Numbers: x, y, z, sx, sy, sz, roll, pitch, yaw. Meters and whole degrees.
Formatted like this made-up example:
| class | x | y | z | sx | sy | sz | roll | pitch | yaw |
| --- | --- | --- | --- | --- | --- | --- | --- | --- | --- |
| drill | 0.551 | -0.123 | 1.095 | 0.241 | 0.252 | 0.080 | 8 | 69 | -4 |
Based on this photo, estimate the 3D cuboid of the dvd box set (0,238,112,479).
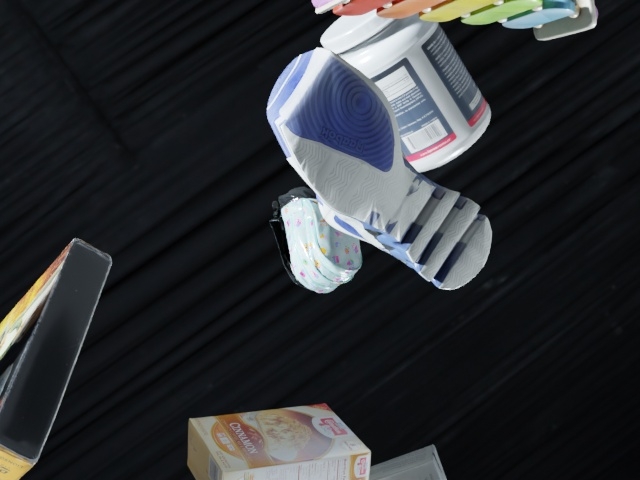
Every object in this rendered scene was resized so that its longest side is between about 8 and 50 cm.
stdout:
| class | x | y | z | sx | sy | sz | roll | pitch | yaw |
| --- | --- | --- | --- | --- | --- | --- | --- | --- | --- |
| dvd box set | -0.417 | 0.221 | 1.176 | 0.062 | 0.420 | 0.308 | 33 | -141 | -21 |

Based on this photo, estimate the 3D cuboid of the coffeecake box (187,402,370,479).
| class | x | y | z | sx | sy | sz | roll | pitch | yaw |
| --- | --- | --- | --- | --- | --- | --- | --- | --- | --- |
| coffeecake box | -0.053 | 0.265 | 1.165 | 0.142 | 0.185 | 0.068 | -147 | 58 | -62 |

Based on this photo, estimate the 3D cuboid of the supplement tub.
| class | x | y | z | sx | sy | sz | roll | pitch | yaw |
| --- | --- | --- | --- | --- | --- | --- | --- | --- | --- |
| supplement tub | 0.143 | -0.267 | 1.598 | 0.272 | 0.191 | 0.191 | 54 | 175 | -20 |

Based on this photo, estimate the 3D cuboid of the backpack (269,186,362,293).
| class | x | y | z | sx | sy | sz | roll | pitch | yaw |
| --- | --- | --- | --- | --- | --- | --- | --- | --- | --- |
| backpack | 0.000 | 0.000 | 1.710 | 0.115 | 0.152 | 0.182 | -40 | 50 | 48 |

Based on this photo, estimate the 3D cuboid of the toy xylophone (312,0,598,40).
| class | x | y | z | sx | sy | sz | roll | pitch | yaw |
| --- | --- | --- | --- | --- | --- | --- | --- | --- | --- |
| toy xylophone | 0.160 | -0.285 | 1.043 | 0.236 | 0.322 | 0.081 | -171 | 83 | -77 |

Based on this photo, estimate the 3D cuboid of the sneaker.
| class | x | y | z | sx | sy | sz | roll | pitch | yaw |
| --- | --- | --- | --- | --- | --- | --- | --- | --- | --- |
| sneaker | 0.036 | -0.069 | 1.072 | 0.315 | 0.127 | 0.182 | 44 | 168 | -32 |

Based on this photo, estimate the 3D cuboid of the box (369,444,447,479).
| class | x | y | z | sx | sy | sz | roll | pitch | yaw |
| --- | --- | --- | --- | --- | --- | --- | --- | --- | --- |
| box | 0.113 | 0.418 | 1.391 | 0.119 | 0.182 | 0.181 | 2 | -113 | -82 |
